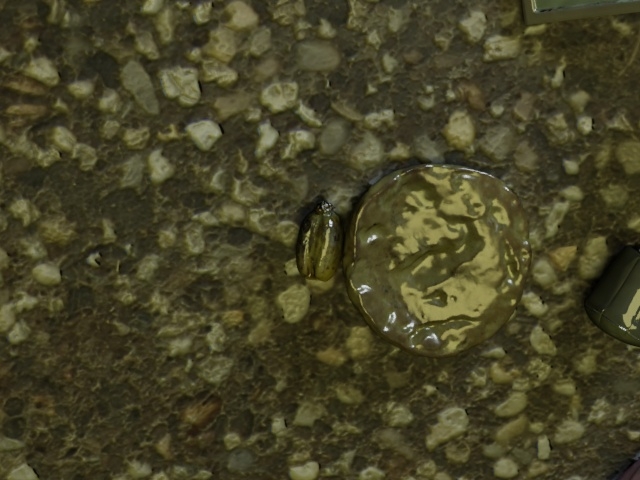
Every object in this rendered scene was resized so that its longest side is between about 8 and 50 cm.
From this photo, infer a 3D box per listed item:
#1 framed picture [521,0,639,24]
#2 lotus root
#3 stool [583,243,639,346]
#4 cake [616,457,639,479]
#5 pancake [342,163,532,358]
[{"bbox_3d":[0.338,-0.341,1.706,0.265,0.018,0.192,-5,108,22],"label":"framed picture"},{"bbox_3d":[0.000,0.000,1.828,0.054,0.049,0.099,12,106,16],"label":"lotus root"},{"bbox_3d":[0.371,0.065,1.854,0.096,0.096,0.110,29,98,-12],"label":"stool"},{"bbox_3d":[0.451,0.422,1.868,0.237,0.309,0.230,37,104,-17],"label":"cake"},{"bbox_3d":[0.137,0.017,1.847,0.241,0.050,0.242,-3,106,-12],"label":"pancake"}]
